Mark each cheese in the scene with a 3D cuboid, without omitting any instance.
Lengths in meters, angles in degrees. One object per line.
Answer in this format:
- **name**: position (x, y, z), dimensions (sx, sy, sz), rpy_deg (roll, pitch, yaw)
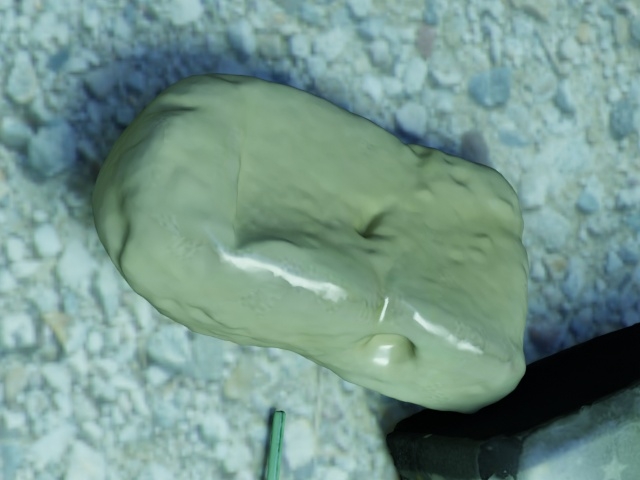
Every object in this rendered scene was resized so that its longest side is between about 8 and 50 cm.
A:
- **cheese**: position (-0.001, 0.001, 1.108), dimensions (0.263, 0.093, 0.159), rpy_deg (22, 41, -23)

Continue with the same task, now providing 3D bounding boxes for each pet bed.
- **pet bed**: position (0.170, 0.152, 1.151), dimensions (0.211, 0.183, 0.159), rpy_deg (-21, 95, -21)

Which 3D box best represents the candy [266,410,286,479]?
- **candy**: position (-0.033, 0.198, 1.144), dimensions (0.060, 0.060, 0.201), rpy_deg (9, 79, -22)
